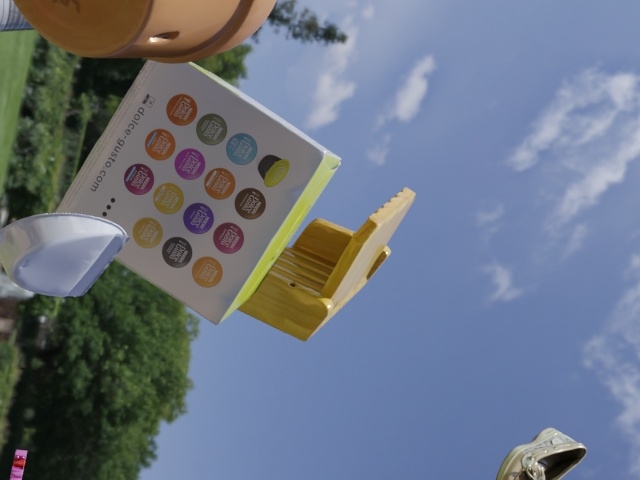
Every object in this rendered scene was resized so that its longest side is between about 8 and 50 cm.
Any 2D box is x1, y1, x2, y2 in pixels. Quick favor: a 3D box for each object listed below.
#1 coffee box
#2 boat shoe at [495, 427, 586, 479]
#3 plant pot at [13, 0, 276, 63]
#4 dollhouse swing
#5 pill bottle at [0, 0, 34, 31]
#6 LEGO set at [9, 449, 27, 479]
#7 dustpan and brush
[{"bbox_3d":[-0.194,-0.098,1.428,0.338,0.334,0.338,-57,178,6],"label":"coffee box"},{"bbox_3d":[0.469,0.489,1.701,0.089,0.285,0.105,12,-64,42],"label":"boat shoe"},{"bbox_3d":[-0.206,-0.322,0.865,0.203,0.290,0.291,-48,167,-55],"label":"plant pot"},{"bbox_3d":[0.000,0.000,1.789,0.347,0.315,0.305,-37,145,-55],"label":"dollhouse swing"},{"bbox_3d":[-0.500,-0.392,1.181,0.161,0.283,0.161,23,-60,48],"label":"pill bottle"},{"bbox_3d":[-0.589,0.480,1.411,0.093,0.086,0.227,-102,-151,-53],"label":"LEGO set"},{"bbox_3d":[-0.358,0.007,0.949,0.147,0.211,0.060,-44,-121,32],"label":"dustpan and brush"}]
